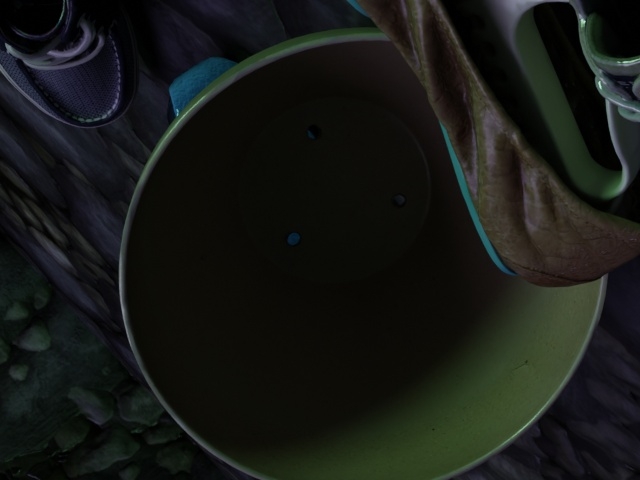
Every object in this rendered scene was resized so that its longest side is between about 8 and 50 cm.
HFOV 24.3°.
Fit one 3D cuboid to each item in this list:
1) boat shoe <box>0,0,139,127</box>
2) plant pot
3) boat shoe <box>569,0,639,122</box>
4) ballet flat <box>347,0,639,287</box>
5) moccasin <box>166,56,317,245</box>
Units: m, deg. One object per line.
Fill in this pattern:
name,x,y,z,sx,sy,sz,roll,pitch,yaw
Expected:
boat shoe,-0.225,-0.177,1.194,0.340,0.127,0.158,67,-177,-49
plant pot,0.019,-0.008,0.945,0.284,0.284,0.191,50,-172,-17
boat shoe,0.153,-0.101,0.652,0.109,0.094,0.302,22,151,51
ballet flat,0.085,-0.122,0.740,0.124,0.116,0.342,-11,117,43
moccasin,0.000,0.000,1.215,0.342,0.138,0.117,60,166,0
